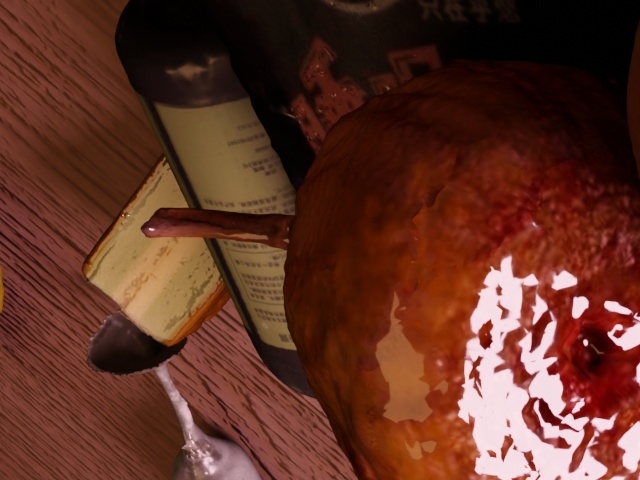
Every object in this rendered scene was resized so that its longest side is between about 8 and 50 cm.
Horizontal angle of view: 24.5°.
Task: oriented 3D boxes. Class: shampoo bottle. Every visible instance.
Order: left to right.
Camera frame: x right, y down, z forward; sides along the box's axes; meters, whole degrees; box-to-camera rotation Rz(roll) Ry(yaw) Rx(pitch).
[{"bbox_3d":[0.000,0.000,0.694,0.101,0.101,0.284,12,138,38],"label":"shampoo bottle"}]

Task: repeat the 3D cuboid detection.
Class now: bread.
[{"bbox_3d":[-0.057,-0.020,0.814,0.074,0.084,0.139,40,117,3],"label":"bread"}]

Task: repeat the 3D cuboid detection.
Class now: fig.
[{"bbox_3d":[0.032,0.016,0.458,0.201,0.134,0.146,8,114,59],"label":"fig"}]

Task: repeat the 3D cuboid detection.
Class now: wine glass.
[{"bbox_3d":[-0.078,0.152,0.991,0.074,0.074,0.262,15,140,35],"label":"wine glass"}]

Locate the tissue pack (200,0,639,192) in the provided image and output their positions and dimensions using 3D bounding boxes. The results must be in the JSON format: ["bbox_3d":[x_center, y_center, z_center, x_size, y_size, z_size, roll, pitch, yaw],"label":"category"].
[{"bbox_3d":[0.101,-0.043,0.525,0.245,0.123,0.332,6,137,34],"label":"tissue pack"}]

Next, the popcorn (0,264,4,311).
[{"bbox_3d":[-0.346,0.044,0.995,0.250,0.235,0.242,29,131,-5],"label":"popcorn"}]

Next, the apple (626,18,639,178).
[{"bbox_3d":[0.163,-0.019,0.321,0.195,0.173,0.160,57,157,10],"label":"apple"}]
